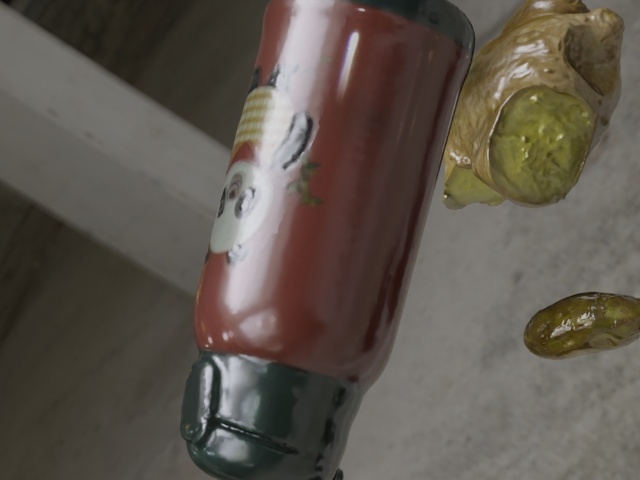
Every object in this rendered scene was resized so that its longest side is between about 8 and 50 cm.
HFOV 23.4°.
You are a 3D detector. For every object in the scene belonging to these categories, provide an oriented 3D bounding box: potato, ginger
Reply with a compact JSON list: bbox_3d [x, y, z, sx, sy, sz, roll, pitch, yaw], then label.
[{"bbox_3d":[0.181,0.057,1.055,0.092,0.046,0.045,-11,50,22],"label":"potato"},{"bbox_3d":[0.173,-0.124,1.397,0.219,0.123,0.270,-64,18,-1],"label":"ginger"}]

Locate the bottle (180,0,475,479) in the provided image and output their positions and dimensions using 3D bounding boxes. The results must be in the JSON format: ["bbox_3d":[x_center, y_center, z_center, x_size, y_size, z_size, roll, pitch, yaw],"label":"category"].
[{"bbox_3d":[0.000,0.000,1.014,0.144,0.144,0.336,-8,67,66],"label":"bottle"}]
